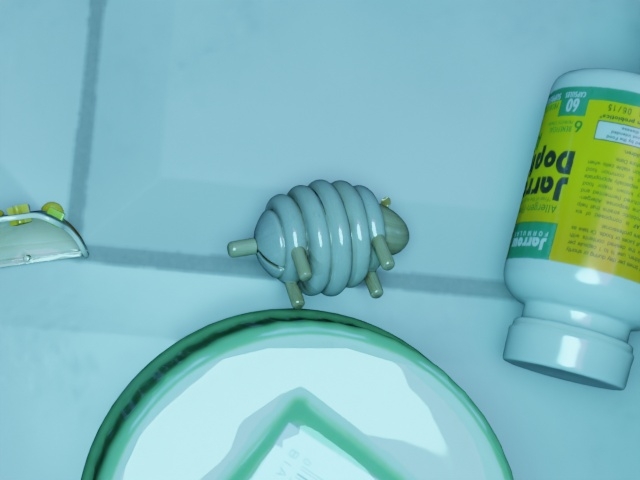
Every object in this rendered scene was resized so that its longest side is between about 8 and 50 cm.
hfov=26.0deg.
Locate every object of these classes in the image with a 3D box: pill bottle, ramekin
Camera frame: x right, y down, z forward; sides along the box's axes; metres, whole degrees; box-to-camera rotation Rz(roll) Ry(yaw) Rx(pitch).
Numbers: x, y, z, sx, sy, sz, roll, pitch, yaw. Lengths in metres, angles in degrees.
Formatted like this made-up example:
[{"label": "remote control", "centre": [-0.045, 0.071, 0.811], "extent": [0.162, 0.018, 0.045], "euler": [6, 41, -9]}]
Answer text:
[{"label": "pill bottle", "centre": [0.196, -0.006, 0.974], "extent": [0.118, 0.117, 0.208], "euler": [16, 83, -4]}, {"label": "ramekin", "centre": [-0.014, 0.192, 0.915], "extent": [0.303, 0.148, 0.303], "euler": [1, 84, -6]}]

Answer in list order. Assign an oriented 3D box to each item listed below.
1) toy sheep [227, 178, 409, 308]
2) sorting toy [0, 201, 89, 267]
[{"label": "toy sheep", "centre": [0.000, 0.000, 0.970], "extent": [0.132, 0.091, 0.091], "euler": [-4, 84, -21]}, {"label": "sorting toy", "centre": [-0.206, -0.007, 0.955], "extent": [0.083, 0.075, 0.044], "euler": [-8, 85, -7]}]
